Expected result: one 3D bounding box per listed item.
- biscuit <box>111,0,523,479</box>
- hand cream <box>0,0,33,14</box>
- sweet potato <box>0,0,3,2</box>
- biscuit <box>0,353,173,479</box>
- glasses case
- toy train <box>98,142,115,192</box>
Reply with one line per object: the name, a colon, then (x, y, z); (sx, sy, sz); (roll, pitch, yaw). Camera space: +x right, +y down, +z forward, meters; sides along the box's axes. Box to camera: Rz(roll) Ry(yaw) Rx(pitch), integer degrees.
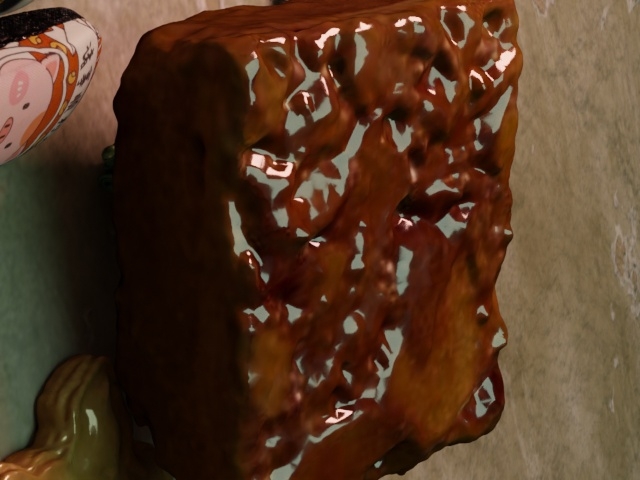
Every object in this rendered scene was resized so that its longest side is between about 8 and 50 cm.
biscuit: (0.000, 0.000, 1.435); (0.343, 0.166, 0.395); (-18, 116, -48)
hand cream: (-0.177, -0.273, 1.323); (0.358, 0.118, 0.185); (-55, 145, -57)
sweet potato: (-0.301, -0.172, 1.082); (0.286, 0.085, 0.112); (11, 82, -43)
biscuit: (-0.175, 0.273, 1.384); (0.269, 0.051, 0.376); (8, 83, -64)
glasses case: (-0.232, -0.087, 1.213); (0.103, 0.067, 0.267); (-57, 168, 30)
toy train: (-0.129, -0.040, 1.450); (0.103, 0.064, 0.044); (58, 40, -46)
